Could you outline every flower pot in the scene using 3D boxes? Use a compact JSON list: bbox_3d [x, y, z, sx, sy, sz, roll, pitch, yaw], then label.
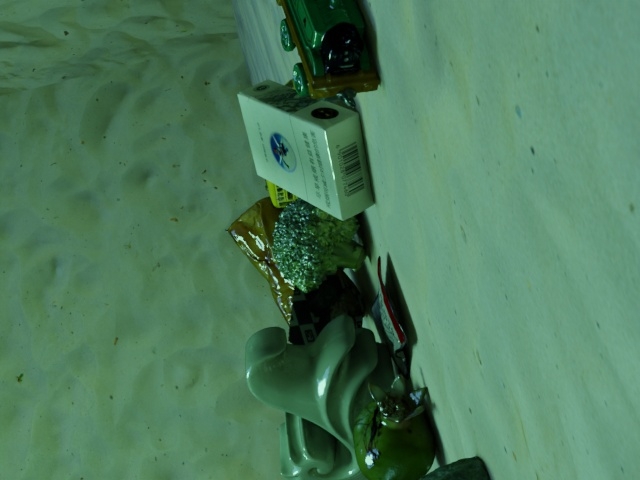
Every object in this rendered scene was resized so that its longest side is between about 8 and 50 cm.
[{"bbox_3d":[0.023,0.300,1.471,0.164,0.254,0.367,-97,-7,-56],"label":"flower pot"}]

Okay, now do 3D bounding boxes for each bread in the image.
[{"bbox_3d":[-0.046,0.061,1.753,0.344,0.149,0.195,56,-163,7],"label":"bread"}]

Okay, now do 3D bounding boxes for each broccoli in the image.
[{"bbox_3d":[-0.002,-0.002,1.495,0.176,0.198,0.226,34,-174,28],"label":"broccoli"}]

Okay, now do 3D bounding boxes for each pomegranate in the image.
[{"bbox_3d":[0.119,0.306,1.296,0.191,0.131,0.152,92,167,-49],"label":"pomegranate"}]

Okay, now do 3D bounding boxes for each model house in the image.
[{"bbox_3d":[0.167,0.313,1.009,0.079,0.083,0.066,93,160,-72],"label":"model house"}]

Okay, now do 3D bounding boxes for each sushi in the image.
[{"bbox_3d":[0.034,0.143,1.588,0.220,0.047,0.231,40,-140,-35],"label":"sushi"}]

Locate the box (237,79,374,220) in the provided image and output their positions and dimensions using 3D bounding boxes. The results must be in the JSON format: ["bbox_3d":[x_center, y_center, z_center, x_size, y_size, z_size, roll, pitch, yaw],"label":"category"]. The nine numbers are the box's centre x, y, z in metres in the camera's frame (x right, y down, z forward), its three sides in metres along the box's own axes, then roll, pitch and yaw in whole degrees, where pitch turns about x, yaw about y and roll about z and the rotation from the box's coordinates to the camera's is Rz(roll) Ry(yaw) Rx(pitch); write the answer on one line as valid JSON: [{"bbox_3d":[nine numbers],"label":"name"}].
[{"bbox_3d":[-0.027,-0.152,1.316,0.256,0.069,0.164,31,141,47],"label":"box"}]

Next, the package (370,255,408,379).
[{"bbox_3d":[0.115,0.137,1.346,0.239,0.030,0.154,76,176,-66],"label":"package"}]

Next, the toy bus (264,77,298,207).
[{"bbox_3d":[-0.053,-0.184,1.581,0.330,0.152,0.144,88,167,-70],"label":"toy bus"}]

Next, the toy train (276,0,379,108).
[{"bbox_3d":[0.007,-0.269,1.014,0.136,0.091,0.227,101,155,-56],"label":"toy train"}]
